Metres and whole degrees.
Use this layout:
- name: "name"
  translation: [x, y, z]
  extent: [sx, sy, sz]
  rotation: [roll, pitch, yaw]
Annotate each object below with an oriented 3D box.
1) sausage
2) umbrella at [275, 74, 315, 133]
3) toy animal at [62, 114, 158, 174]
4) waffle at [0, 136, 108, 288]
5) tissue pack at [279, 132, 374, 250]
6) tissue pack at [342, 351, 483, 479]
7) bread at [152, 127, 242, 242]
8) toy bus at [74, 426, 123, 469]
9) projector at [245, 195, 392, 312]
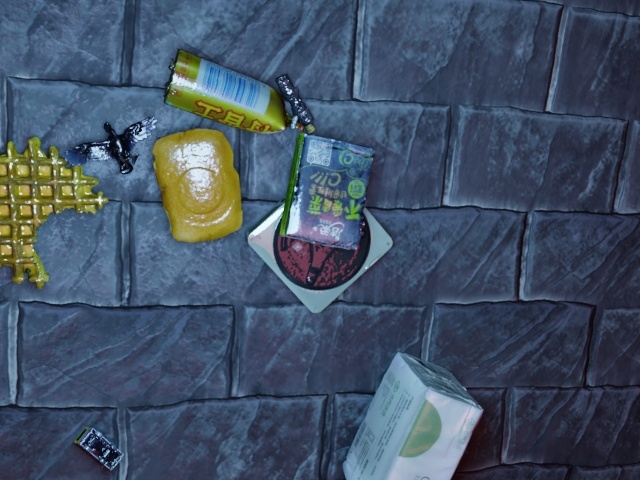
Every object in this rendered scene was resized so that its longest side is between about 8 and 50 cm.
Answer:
- name: "sausage"
  translation: [-0.179, -0.296, 1.649]
  extent: [0.318, 0.125, 0.117]
  rotation: [19, 95, -22]
- name: "umbrella"
  translation: [-0.053, -0.303, 1.721]
  extent: [0.037, 0.040, 0.143]
  rotation: [-38, 112, -13]
- name: "toy animal"
  translation: [-0.424, -0.196, 1.615]
  extent: [0.220, 0.062, 0.108]
  rotation: [-33, 83, -29]
- name: "waffle"
  translation: [-0.614, -0.068, 1.612]
  extent: [0.260, 0.069, 0.293]
  rotation: [40, 91, -17]
- name: "tissue pack"
  translation: [0.015, -0.107, 1.707]
  extent: [0.174, 0.073, 0.235]
  rotation: [10, 88, -13]
- name: "tissue pack"
  translation: [0.216, 0.490, 1.888]
  extent: [0.194, 0.266, 0.356]
  rotation: [23, 97, -15]
- name: "bread"
  translation: [-0.262, -0.121, 1.667]
  extent: [0.174, 0.121, 0.245]
  rotation: [-12, 110, -14]
- name: "toy bus"
  translation: [-0.513, 0.481, 1.789]
  extent: [0.102, 0.058, 0.052]
  rotation: [49, 59, -22]
- name: "projector"
  translation: [0.000, 0.000, 1.794]
  extent: [0.257, 0.079, 0.259]
  rotation: [-43, 109, -2]
